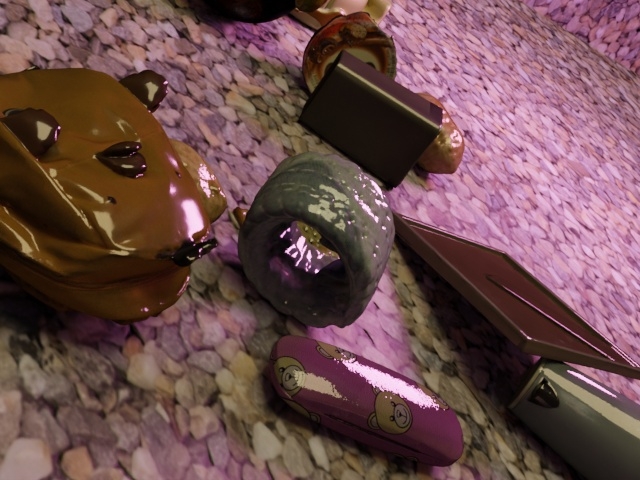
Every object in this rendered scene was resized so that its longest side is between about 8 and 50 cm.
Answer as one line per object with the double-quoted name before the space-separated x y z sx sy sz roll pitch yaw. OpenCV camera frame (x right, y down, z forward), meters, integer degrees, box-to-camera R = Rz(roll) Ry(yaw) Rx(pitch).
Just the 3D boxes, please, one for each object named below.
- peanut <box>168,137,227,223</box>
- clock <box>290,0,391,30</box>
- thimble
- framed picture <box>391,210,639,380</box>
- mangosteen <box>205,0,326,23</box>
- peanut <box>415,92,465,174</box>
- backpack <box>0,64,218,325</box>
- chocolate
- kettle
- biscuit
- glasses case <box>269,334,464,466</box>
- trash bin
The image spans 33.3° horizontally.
"peanut" -0.210 -0.080 1.563 0.159 0.109 0.140 31 43 -7
"clock" -0.006 -0.615 2.589 0.286 0.117 0.348 45 29 13
"thimble" 0.000 0.000 1.581 0.250 0.205 0.172 61 33 -26
"framed picture" 0.344 0.097 1.924 0.326 0.028 0.446 17 19 -35
"mangosteen" -0.105 -0.602 2.214 0.360 0.306 0.306 8 12 31
"peanut" 0.228 -0.232 2.293 0.129 0.129 0.224 -1 45 -51
"backpack" -0.301 -0.070 1.347 0.378 0.201 0.353 40 32 8
"chocolate" 0.066 -0.369 2.269 0.221 0.221 0.147 40 7 2
"kettle" 0.438 0.294 1.768 0.243 0.160 0.210 36 9 9
"biscuit" -0.041 0.010 1.733 0.203 0.016 0.144 14 36 -37
"glasses case" 0.068 0.224 1.481 0.316 0.076 0.123 26 31 -24
"trash bin" 0.098 -0.243 2.126 0.241 0.164 0.122 31 28 -9
